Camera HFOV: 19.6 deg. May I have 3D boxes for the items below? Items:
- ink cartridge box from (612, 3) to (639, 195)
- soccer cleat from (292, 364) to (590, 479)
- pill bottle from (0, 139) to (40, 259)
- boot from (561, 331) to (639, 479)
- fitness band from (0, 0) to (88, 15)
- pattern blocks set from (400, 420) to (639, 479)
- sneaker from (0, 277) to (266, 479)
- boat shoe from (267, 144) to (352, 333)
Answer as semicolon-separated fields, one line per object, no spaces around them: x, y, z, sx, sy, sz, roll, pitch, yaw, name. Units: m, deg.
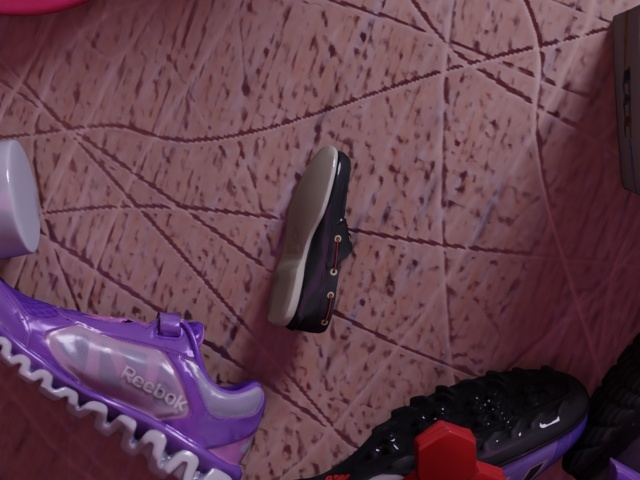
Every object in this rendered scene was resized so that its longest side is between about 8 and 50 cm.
0.264;-0.094;1.213;0.128;0.176;0.127;-3;95;3;ink cartridge box
0.055;0.198;1.298;0.318;0.108;0.116;-29;112;4;soccer cleat
-0.293;-0.018;1.287;0.180;0.108;0.108;-9;94;4;pill bottle
0.348;0.106;1.263;0.338;0.118;0.223;-44;98;11;boot
-0.205;-0.302;1.288;0.209;0.054;0.291;3;94;6;fitness band
0.129;0.287;1.271;0.285;0.026;0.325;15;109;-17;pattern blocks set
-0.135;0.085;1.300;0.236;0.095;0.104;35;89;-5;sneaker
-0.001;0.000;1.306;0.042;0.049;0.133;14;89;-26;boat shoe
